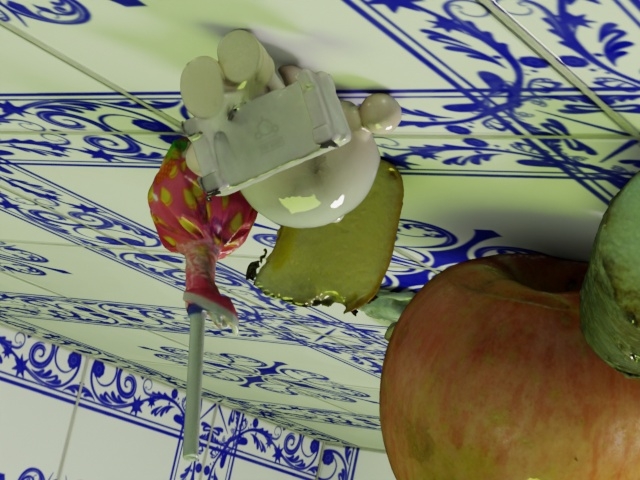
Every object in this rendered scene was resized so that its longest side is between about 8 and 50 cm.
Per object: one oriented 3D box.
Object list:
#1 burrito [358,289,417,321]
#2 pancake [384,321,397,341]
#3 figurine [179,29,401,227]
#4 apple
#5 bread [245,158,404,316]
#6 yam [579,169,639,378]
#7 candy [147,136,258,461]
[{"bbox_3d":[0.109,0.092,2.275,0.074,0.044,0.118,26,165,-36],"label":"burrito"},{"bbox_3d":[0.217,0.159,2.489,0.250,0.031,0.250,11,168,2],"label":"pancake"},{"bbox_3d":[-0.018,-0.082,1.441,0.144,0.182,0.257,53,-170,20],"label":"figurine"},{"bbox_3d":[0.244,0.188,1.815,0.364,0.364,0.364,12,168,3],"label":"apple"},{"bbox_3d":[0.000,0.000,1.693,0.140,0.160,0.169,14,167,-6],"label":"bread"},{"bbox_3d":[0.325,0.032,1.512,0.168,0.168,0.304,11,169,7],"label":"yam"},{"bbox_3d":[-0.124,0.058,1.653,0.124,0.365,0.124,0,143,0],"label":"candy"}]
